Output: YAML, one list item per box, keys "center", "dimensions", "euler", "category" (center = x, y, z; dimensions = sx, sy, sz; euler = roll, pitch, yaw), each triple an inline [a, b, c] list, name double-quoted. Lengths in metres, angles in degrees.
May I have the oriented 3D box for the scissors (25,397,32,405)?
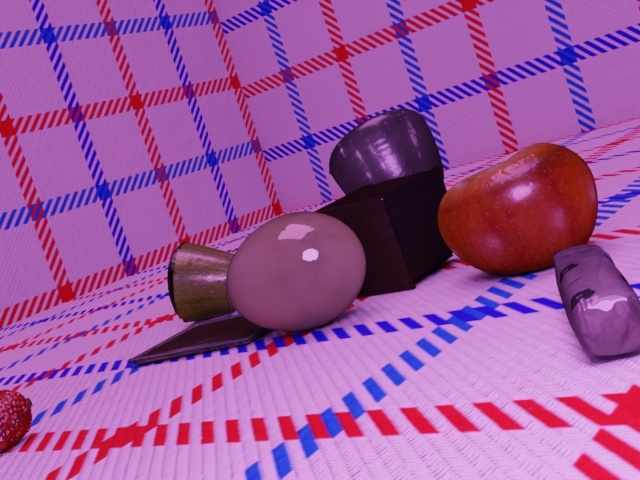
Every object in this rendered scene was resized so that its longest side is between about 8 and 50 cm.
- center: [-0.602, 0.313, 1.469]
  dimensions: [0.220, 0.017, 0.088]
  euler: [-18, 7, 4]
  category: "scissors"

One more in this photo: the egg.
- center: [-0.042, 0.051, 1.370]
  dimensions: [0.242, 0.185, 0.186]
  euler: [-17, 6, 30]
  category: "egg"

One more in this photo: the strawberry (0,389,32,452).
- center: [-0.458, 0.263, 1.235]
  dimensions: [0.083, 0.083, 0.096]
  euler: [-18, 39, 5]
  category: "strawberry"

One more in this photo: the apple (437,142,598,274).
- center: [0.297, -0.038, 1.293]
  dimensions: [0.210, 0.173, 0.235]
  euler: [-31, 5, -42]
  category: "apple"

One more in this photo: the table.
- center: [0.123, -0.012, 1.531]
  dimensions: [0.169, 0.172, 0.193]
  euler: [-12, 13, 41]
  category: "table"

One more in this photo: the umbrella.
- center: [0.296, 0.052, 0.943]
  dimensions: [0.073, 0.067, 0.337]
  euler: [-3, 9, 11]
  category: "umbrella"

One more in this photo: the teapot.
- center: [0.137, -0.081, 1.762]
  dimensions: [0.305, 0.285, 0.223]
  euler: [-28, -19, -5]
  category: "teapot"

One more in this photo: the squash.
- center: [-0.233, 0.089, 1.798]
  dimensions: [0.123, 0.170, 0.170]
  euler: [3, 11, 13]
  category: "squash"

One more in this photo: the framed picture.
- center: [-0.180, 0.166, 1.551]
  dimensions: [0.274, 0.016, 0.216]
  euler: [-14, 7, 31]
  category: "framed picture"
